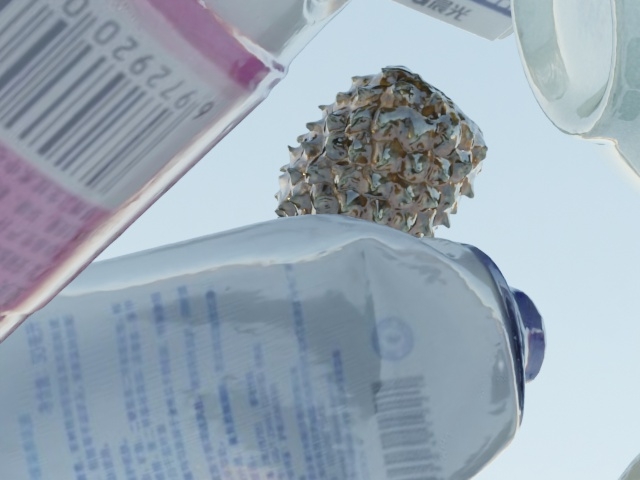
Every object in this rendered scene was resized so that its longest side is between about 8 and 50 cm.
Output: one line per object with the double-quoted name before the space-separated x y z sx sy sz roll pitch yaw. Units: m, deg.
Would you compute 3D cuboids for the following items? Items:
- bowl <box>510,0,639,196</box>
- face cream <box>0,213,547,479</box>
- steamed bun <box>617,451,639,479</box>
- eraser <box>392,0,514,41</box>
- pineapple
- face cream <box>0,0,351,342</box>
"bowl" 0.255 -0.174 1.215 0.196 0.435 0.435 -10 -27 -15
"face cream" -0.043 0.103 1.051 0.420 0.235 0.137 -14 7 -28
"steamed bun" 0.281 0.159 0.865 0.283 0.177 0.283 16 -4 1
"eraser" 0.106 -0.291 1.668 0.279 0.081 0.124 17 -38 -33
"pineapple" 0.000 0.000 1.635 0.361 0.175 0.175 -50 -44 4
"face cream" -0.088 -0.091 0.476 0.195 0.175 0.175 -43 -41 6
